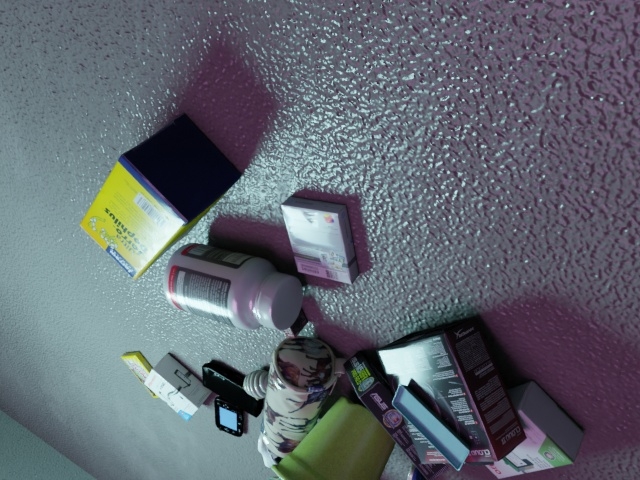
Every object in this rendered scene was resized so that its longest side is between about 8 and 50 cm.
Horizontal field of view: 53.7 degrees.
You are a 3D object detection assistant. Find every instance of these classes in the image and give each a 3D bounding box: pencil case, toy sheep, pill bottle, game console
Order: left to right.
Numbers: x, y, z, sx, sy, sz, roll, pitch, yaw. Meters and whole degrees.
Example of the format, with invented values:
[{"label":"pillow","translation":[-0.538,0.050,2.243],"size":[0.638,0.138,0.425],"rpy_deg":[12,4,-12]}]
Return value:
[{"label":"game console","translation":[-0.287,0.542,2.065],"size":[0.213,0.044,0.361],"rpy_deg":[26,138,18]},{"label":"pill bottle","translation":[-0.208,0.116,1.527],"size":[0.319,0.176,0.176],"rpy_deg":[12,131,31]},{"label":"toy sheep","translation":[-0.171,0.417,1.836],"size":[0.132,0.091,0.091],"rpy_deg":[-17,114,29]},{"label":"pencil case","translation":[-0.058,0.432,1.698],"size":[0.184,0.159,0.410],"rpy_deg":[18,136,5]}]

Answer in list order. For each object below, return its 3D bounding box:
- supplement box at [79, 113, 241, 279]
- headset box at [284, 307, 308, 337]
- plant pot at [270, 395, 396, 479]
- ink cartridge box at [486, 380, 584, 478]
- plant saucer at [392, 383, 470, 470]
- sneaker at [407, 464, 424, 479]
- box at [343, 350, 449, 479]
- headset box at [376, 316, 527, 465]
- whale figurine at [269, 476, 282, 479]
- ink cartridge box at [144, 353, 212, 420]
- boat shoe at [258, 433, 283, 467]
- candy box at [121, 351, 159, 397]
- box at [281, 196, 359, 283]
[{"label":"supplement box","translation":[-0.379,-0.091,1.464],"size":[0.195,0.194,0.357],"rpy_deg":[47,139,-6]},{"label":"headset box","translation":[-0.069,0.197,1.576],"size":[0.032,0.062,0.083],"rpy_deg":[0,124,39]},{"label":"plant pot","translation":[0.059,0.547,1.603],"size":[0.276,0.253,0.276],"rpy_deg":[33,165,10]},{"label":"ink cartridge box","translation":[0.418,0.412,1.360],"size":[0.160,0.092,0.219],"rpy_deg":[45,139,-2]},{"label":"plant saucer","translation":[0.222,0.372,1.274],"size":[0.192,0.018,0.067],"rpy_deg":[41,133,33]},{"label":"sneaker","translation":[0.287,0.675,1.722],"size":[0.085,0.058,0.152],"rpy_deg":[6,122,28]},{"label":"box","translation":[0.171,0.404,1.478],"size":[0.270,0.060,0.216],"rpy_deg":[51,179,-11]},{"label":"headset box","translation":[0.269,0.328,1.305],"size":[0.218,0.110,0.293],"rpy_deg":[-29,81,51]},{"label":"whale figurine","translation":[-0.102,0.902,2.159],"size":[0.216,0.141,0.272],"rpy_deg":[38,140,3]},{"label":"ink cartridge box","translation":[-0.487,0.500,2.150],"size":[0.203,0.086,0.148],"rpy_deg":[39,140,2]},{"label":"boat shoe","translation":[-0.160,0.696,2.088],"size":[0.063,0.066,0.184],"rpy_deg":[5,126,18]},{"label":"candy box","translation":[-0.634,0.490,2.302],"size":[0.105,0.027,0.205],"rpy_deg":[-16,114,41]},{"label":"box","translation":[0.000,0.000,1.369],"size":[0.145,0.038,0.186],"rpy_deg":[11,132,31]}]
